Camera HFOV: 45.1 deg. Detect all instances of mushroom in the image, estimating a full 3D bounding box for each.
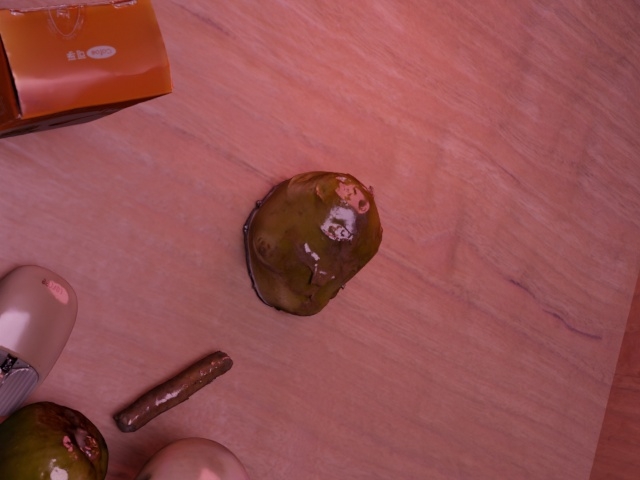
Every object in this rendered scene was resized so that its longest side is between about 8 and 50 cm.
[{"bbox_3d":[-0.243,0.519,1.264,0.353,0.353,0.325,-33,94,-33],"label":"mushroom"}]

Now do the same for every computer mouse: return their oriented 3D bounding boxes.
[{"bbox_3d":[-0.481,0.154,1.222,0.145,0.082,0.236,40,66,-31],"label":"computer mouse"}]

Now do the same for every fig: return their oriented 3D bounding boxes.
[{"bbox_3d":[-0.433,0.343,1.196,0.181,0.191,0.181,-13,90,-76],"label":"fig"}]

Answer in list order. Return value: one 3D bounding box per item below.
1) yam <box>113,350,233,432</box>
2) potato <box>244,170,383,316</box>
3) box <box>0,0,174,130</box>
[{"bbox_3d":[-0.263,0.275,1.402,0.241,0.057,0.056,-29,107,-35],"label":"yam"},{"bbox_3d":[0.000,0.000,1.519,0.246,0.196,0.299,33,72,-31],"label":"potato"},{"bbox_3d":[-0.395,-0.241,1.122,0.225,0.341,0.143,-19,103,-36],"label":"box"}]
